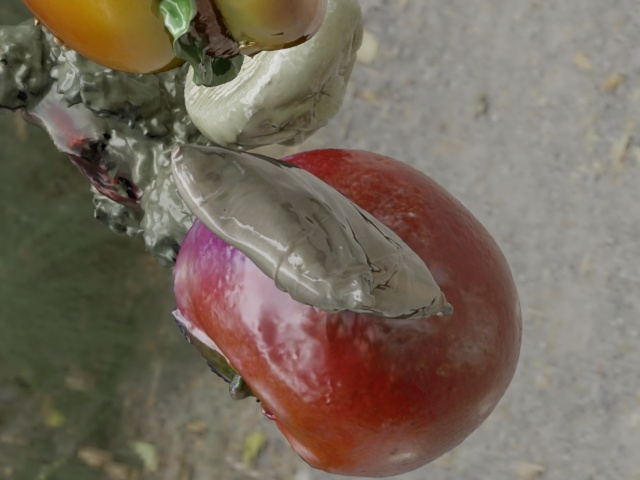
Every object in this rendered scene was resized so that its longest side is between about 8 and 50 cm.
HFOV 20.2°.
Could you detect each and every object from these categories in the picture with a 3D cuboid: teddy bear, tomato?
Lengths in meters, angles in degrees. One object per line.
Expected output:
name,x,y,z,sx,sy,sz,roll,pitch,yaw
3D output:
teddy bear,-0.170,-0.070,1.903,0.224,0.357,0.367,-36,48,2
tomato,0.032,0.040,1.637,0.289,0.335,0.176,-40,-12,-13

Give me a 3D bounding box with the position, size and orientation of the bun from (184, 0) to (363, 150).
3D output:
bun,-0.033,-0.179,1.769,0.231,0.133,0.231,-41,36,39

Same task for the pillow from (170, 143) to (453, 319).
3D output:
pillow,0.000,0.000,1.298,0.173,0.270,0.067,42,99,14

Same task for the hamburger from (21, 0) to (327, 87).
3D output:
hamburger,-0.098,-0.192,0.931,0.170,0.246,0.246,-12,58,5
